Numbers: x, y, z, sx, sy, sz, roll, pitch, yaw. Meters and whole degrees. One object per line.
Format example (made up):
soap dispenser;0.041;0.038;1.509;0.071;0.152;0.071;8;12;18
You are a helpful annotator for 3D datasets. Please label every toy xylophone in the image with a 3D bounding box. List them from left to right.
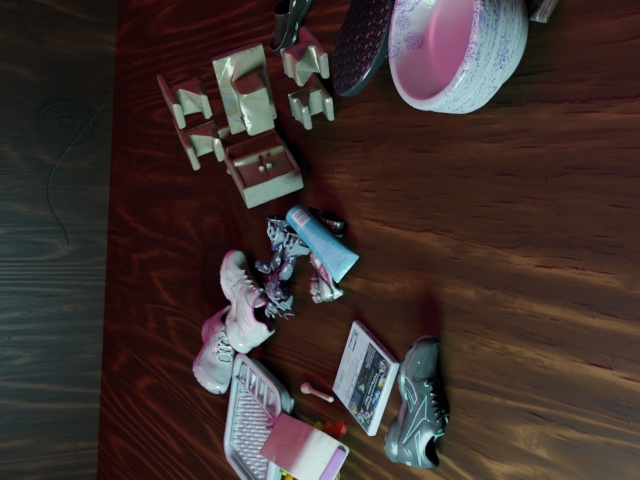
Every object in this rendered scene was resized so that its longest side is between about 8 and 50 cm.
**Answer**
toy xylophone;-0.036;0.466;1.850;0.236;0.081;0.323;-56;18;-7

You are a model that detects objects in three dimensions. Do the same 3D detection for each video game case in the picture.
video game case;0.098;0.302;1.741;0.173;0.022;0.190;45;125;51

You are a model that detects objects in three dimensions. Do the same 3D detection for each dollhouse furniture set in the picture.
dollhouse furniture set;-0.180;-0.318;1.922;0.394;0.362;0.256;80;164;-50

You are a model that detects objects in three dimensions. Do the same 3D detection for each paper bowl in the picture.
paper bowl;0.249;-0.365;1.378;0.284;0.148;0.284;-1;89;63

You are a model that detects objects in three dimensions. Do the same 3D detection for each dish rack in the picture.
dish rack;-0.164;0.494;2.120;0.285;0.072;0.332;31;115;54

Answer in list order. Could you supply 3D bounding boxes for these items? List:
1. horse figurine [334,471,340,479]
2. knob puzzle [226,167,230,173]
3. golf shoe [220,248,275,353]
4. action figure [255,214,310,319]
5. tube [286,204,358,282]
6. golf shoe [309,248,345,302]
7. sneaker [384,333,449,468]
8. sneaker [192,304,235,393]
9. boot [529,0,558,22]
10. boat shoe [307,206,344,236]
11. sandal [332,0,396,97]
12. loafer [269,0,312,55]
horse figurine;-0.020;0.616;1.877;0.174;0.066;0.263;21;99;52
knob puzzle;-0.233;-0.271;2.301;0.213;0.030;0.213;-4;86;59
golf shoe;-0.194;0.153;2.174;0.140;0.115;0.306;-26;61;29
action figure;-0.105;0.078;2.015;0.185;0.099;0.285;45;130;44
tube;0.000;0.000;1.819;0.207;0.052;0.080;47;114;29
golf shoe;0.020;0.057;1.852;0.086;0.067;0.186;-12;62;17
sneaker;0.204;0.313;1.519;0.106;0.101;0.267;17;103;35
sneaker;-0.288;0.303;2.248;0.129;0.111;0.297;-51;29;34
boot;0.385;-0.392;1.269;0.114;0.037;0.106;-60;28;34
boat shoe;0.012;-0.053;1.867;0.133;0.049;0.042;36;123;46
sandal;0.147;-0.501;1.629;0.167;0.107;0.445;26;99;58
loafer;-0.092;-0.578;2.027;0.220;0.078;0.080;-62;40;37
